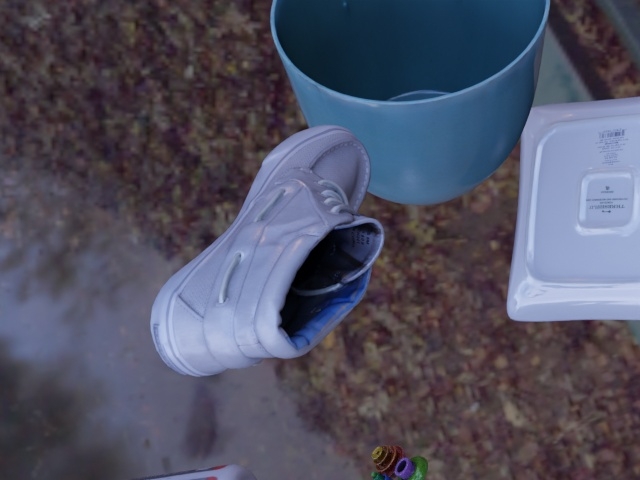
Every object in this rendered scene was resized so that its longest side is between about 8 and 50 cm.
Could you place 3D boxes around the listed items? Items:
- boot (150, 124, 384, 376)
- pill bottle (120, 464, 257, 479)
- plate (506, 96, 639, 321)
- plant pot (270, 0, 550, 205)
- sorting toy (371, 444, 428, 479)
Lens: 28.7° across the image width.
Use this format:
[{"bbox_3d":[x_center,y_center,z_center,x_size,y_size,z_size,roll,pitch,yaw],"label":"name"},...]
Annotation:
[{"bbox_3d":[0.000,0.000,0.865,0.123,0.258,0.095,-7,124,39],"label":"boot"},{"bbox_3d":[-0.272,0.468,1.913,0.362,0.210,0.210,-10,87,15],"label":"pill bottle"},{"bbox_3d":[0.344,-0.044,1.472,0.277,0.045,0.278,-2,75,37],"label":"plate"},{"bbox_3d":[0.106,-0.180,1.400,0.293,0.293,0.235,43,160,32],"label":"plant pot"},{"bbox_3d":[0.094,0.295,1.631,0.061,0.042,0.102,-58,22,-11],"label":"sorting toy"}]
